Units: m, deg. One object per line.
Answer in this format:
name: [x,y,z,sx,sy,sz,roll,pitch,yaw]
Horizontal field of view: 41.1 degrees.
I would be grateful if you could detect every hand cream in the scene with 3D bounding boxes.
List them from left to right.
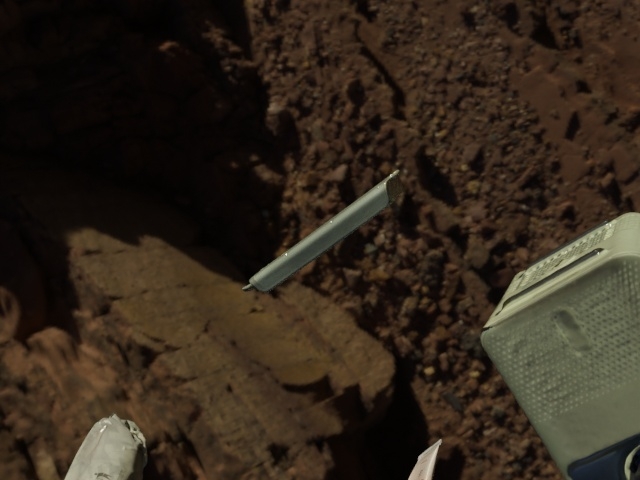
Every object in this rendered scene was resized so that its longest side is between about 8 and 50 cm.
hand cream: [0.130,0.372,1.194,0.052,0.216,0.038,-17,119,32]

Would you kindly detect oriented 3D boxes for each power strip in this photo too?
power strip: [0.000,0.000,1.003,0.252,0.060,0.027,-36,93,25]

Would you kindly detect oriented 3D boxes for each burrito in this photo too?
burrito: [-0.171,0.209,0.639,0.203,0.064,0.064,-85,2,-60]

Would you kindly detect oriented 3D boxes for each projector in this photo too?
projector: [0.262,0.115,0.711,0.163,0.177,0.242,-32,90,26]
